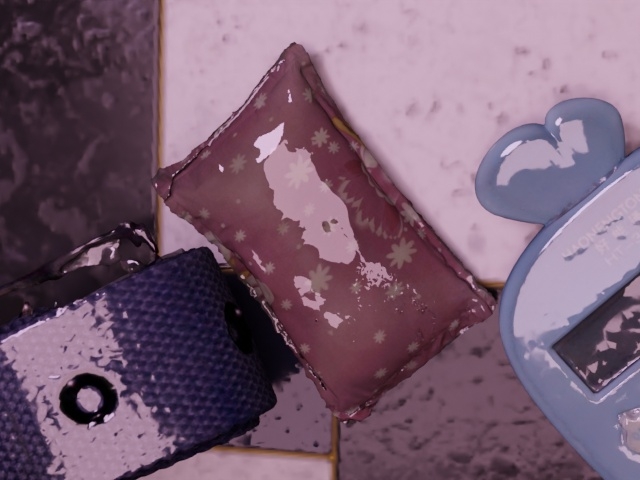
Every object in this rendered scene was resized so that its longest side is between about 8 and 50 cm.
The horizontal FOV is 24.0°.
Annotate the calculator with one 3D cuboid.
[{"bbox_3d":[0.205,0.050,0.784,0.188,0.042,0.302,-41,90,14],"label":"calculator"}]

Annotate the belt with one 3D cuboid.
[{"bbox_3d":[-0.145,0.080,0.808,0.230,0.139,0.126,-25,89,15],"label":"belt"}]

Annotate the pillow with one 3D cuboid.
[{"bbox_3d":[0.000,0.000,0.813,0.118,0.043,0.185,-39,90,10],"label":"pillow"}]
